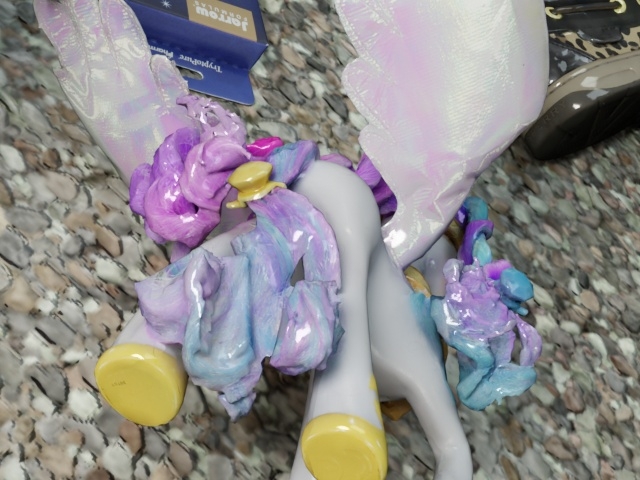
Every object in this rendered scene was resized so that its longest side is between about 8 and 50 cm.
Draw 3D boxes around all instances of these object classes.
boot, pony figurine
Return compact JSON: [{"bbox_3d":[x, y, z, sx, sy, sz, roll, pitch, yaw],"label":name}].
[{"bbox_3d":[0.232,-0.238,1.278,0.377,0.138,0.284,-25,72,-45],"label":"boot"},{"bbox_3d":[0.000,0.000,0.769,0.351,0.303,0.363,64,25,-27],"label":"pony figurine"}]

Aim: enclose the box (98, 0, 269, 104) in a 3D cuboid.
[{"bbox_3d":[-0.114,-0.206,1.014,0.136,0.036,0.225,13,48,-33],"label":"box"}]
